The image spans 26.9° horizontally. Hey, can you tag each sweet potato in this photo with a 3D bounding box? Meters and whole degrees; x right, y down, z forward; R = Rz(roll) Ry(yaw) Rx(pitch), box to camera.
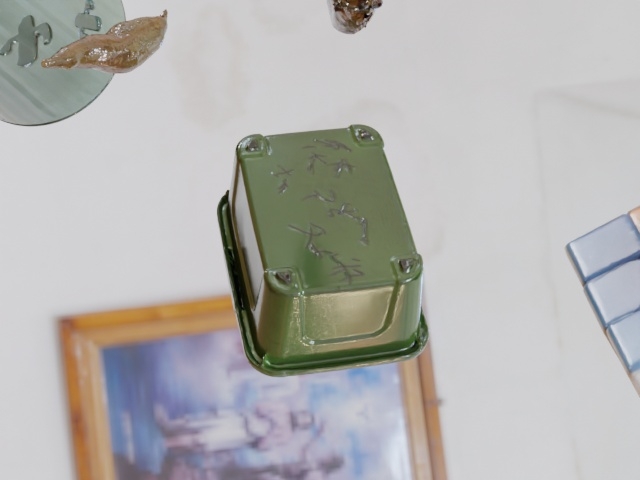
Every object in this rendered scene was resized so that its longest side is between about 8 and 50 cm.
[{"bbox_3d":[-0.274,-0.243,1.739,0.068,0.226,0.068,21,-54,33],"label":"sweet potato"}]

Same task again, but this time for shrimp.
[{"bbox_3d":[0.037,-0.301,1.525,0.236,0.053,0.133,-128,-140,-76],"label":"shrimp"}]

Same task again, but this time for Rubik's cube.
[{"bbox_3d":[0.524,0.111,1.701,0.291,0.290,0.291,56,11,-30],"label":"Rubik's cube"}]

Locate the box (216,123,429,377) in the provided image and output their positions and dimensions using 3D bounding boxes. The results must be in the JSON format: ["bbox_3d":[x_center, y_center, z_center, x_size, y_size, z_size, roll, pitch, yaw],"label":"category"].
[{"bbox_3d":[0.000,0.000,1.793,0.177,0.253,0.328,93,-15,-49],"label":"box"}]

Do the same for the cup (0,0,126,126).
[{"bbox_3d":[-0.512,-0.422,2.135,0.392,0.310,0.400,45,44,-73],"label":"cup"}]
